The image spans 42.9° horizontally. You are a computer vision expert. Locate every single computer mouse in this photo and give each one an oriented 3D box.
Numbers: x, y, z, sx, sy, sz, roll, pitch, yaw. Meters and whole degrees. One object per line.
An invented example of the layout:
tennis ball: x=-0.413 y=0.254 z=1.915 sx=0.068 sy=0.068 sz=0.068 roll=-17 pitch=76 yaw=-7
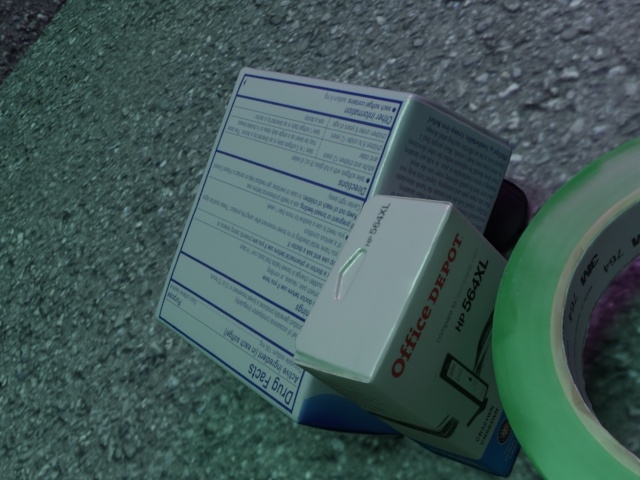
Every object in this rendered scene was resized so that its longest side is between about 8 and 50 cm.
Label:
computer mouse: x=0.080 y=-0.030 z=0.860 sx=0.184 sy=0.060 sz=0.262 roll=-50 pitch=39 yaw=-1

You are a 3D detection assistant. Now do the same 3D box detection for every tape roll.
tape roll: x=0.279 y=0.065 z=0.534 sx=0.321 sy=0.077 sz=0.321 roll=-15 pitch=56 yaw=22

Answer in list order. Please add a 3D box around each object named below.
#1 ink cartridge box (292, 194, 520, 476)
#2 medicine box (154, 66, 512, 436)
ink cartridge box: x=0.094 y=0.079 z=0.647 sx=0.086 sy=0.203 sz=0.148 roll=10 pitch=68 yaw=47
medicine box: x=0.000 y=0.000 z=0.788 sx=0.263 sy=0.149 sz=0.289 roll=23 pitch=95 yaw=50
